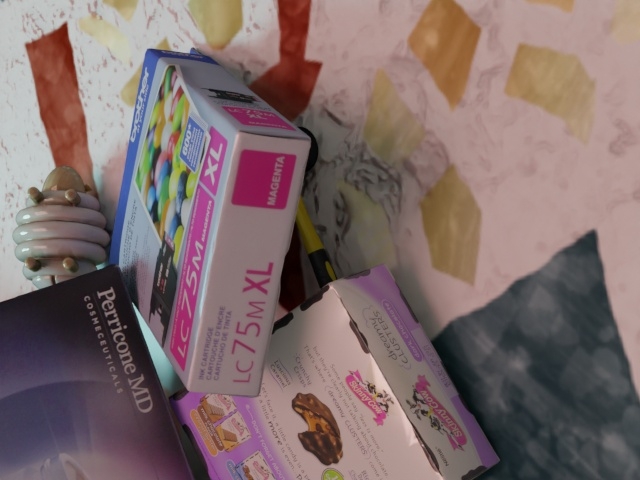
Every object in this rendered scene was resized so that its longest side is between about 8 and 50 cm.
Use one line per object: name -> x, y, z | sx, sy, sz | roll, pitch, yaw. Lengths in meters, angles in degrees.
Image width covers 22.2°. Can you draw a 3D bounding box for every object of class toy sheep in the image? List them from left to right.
toy sheep -> -0.221, 0.001, 1.386 | 0.091, 0.091, 0.132 | -5, 76, 43

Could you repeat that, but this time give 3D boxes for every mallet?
mallet -> 0.000, 0.000, 1.221 | 0.039, 0.062, 0.190 | -29, 87, 41

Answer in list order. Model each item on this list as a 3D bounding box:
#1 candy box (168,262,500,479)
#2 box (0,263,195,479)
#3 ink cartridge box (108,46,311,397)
candy box -> 0.006, 0.136, 1.171 | 0.196, 0.070, 0.165 | -36, 79, 38
box -> -0.253, 0.206, 1.224 | 0.296, 0.294, 0.183 | 70, 157, 3
ink cartridge box -> -0.095, -0.030, 1.202 | 0.311, 0.065, 0.186 | -132, 52, -65
